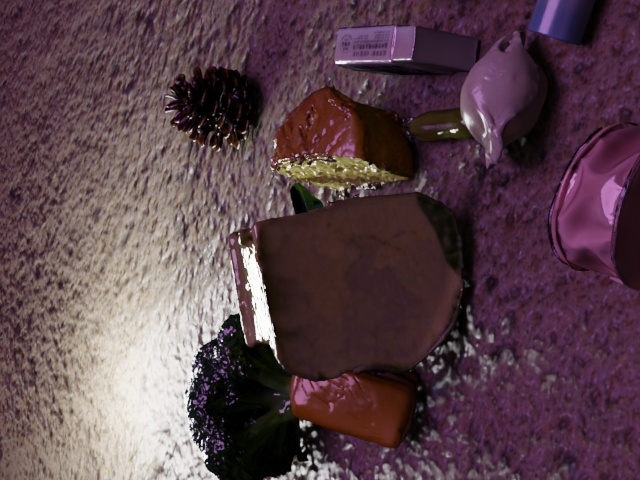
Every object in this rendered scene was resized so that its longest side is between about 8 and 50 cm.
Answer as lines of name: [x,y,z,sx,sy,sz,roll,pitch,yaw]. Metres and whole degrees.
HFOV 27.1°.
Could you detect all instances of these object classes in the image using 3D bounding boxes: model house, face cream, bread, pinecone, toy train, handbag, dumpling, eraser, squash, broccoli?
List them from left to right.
pinecone: [-0.216,-0.256,2.522,0.163,0.165,0.162,-30,55,54]
broccoli: [-0.086,0.268,2.161,0.297,0.298,0.297,1,83,30]
toy train: [0.000,0.000,2.216,0.044,0.042,0.209,-39,63,54]
model house: [0.024,0.071,1.990,0.266,0.321,0.261,170,90,-72]
bread: [0.035,-0.164,2.134,0.261,0.160,0.147,-10,67,61]
bread: [0.046,0.232,2.008,0.201,0.077,0.115,17,96,15]
eraser: [0.129,-0.291,2.037,0.210,0.125,0.067,10,93,58]
squash: [0.187,-0.172,1.992,0.183,0.052,0.052,-2,81,58]
dumpling: [0.255,-0.191,1.856,0.111,0.181,0.155,37,154,16]
face cream: [0.350,-0.389,1.763,0.077,0.077,0.250,36,112,54]
handbag: [0.368,-0.044,1.574,0.116,0.179,0.205,29,109,48]
